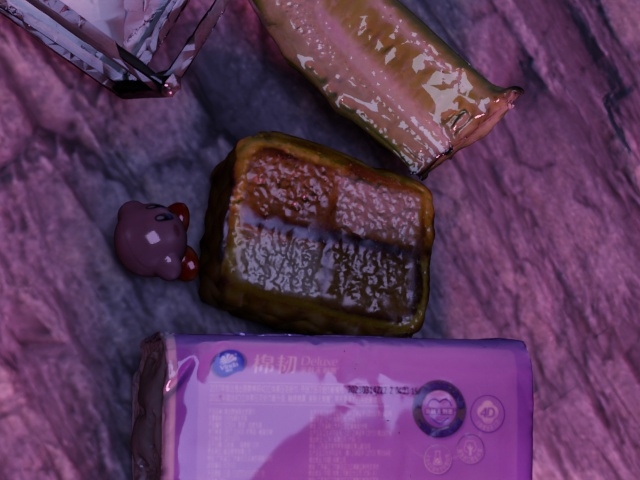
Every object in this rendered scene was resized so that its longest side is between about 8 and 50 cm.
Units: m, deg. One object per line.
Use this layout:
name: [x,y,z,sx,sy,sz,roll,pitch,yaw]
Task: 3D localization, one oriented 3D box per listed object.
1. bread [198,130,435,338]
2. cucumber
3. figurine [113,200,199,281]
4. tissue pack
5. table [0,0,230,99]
bread: [0.000,0.000,1.388,0.222,0.096,0.181,16,73,-14]
cucumber: [0.034,-0.203,1.452,0.325,0.105,0.145,45,89,6]
figurine: [-0.153,0.002,1.348,0.071,0.067,0.083,15,38,-52]
tissue pack: [0.004,0.203,1.292,0.338,0.160,0.242,3,83,-16]
table: [-0.227,-0.302,1.245,0.335,0.272,0.222,34,85,-16]
